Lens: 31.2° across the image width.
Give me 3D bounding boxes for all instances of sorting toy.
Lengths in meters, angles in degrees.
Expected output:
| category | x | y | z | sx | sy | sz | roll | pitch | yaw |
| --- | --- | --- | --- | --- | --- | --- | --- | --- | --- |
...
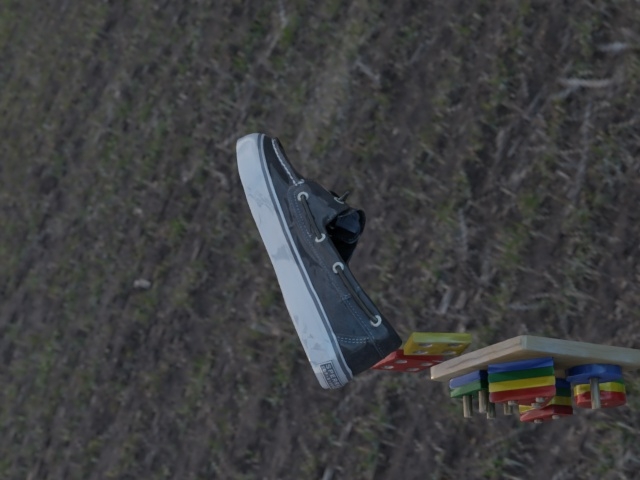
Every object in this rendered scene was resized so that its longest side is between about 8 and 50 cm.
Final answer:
| category | x | y | z | sx | sy | sz | roll | pitch | yaw |
| --- | --- | --- | --- | --- | --- | --- | --- | --- | --- |
| sorting toy | 0.174 | 0.119 | 0.952 | 0.132 | 0.274 | 0.046 | -31 | 55 | 56 |

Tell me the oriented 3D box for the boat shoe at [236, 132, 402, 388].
| category | x | y | z | sx | sy | sz | roll | pitch | yaw |
| --- | --- | --- | --- | --- | --- | --- | --- | --- | --- |
| boat shoe | 0.000 | 0.000 | 0.841 | 0.076 | 0.080 | 0.228 | -24 | 50 | 3 |
